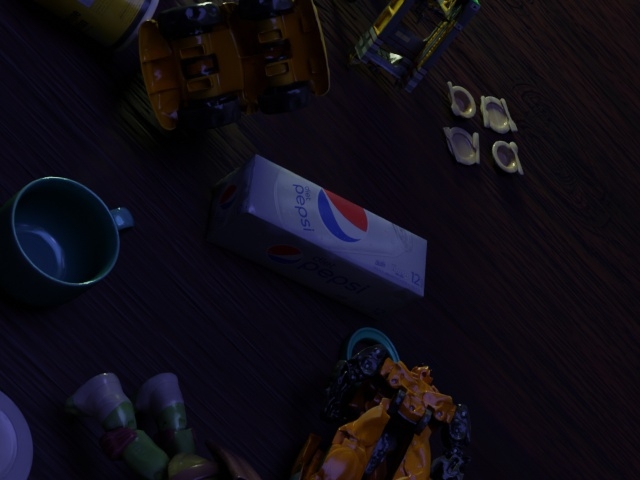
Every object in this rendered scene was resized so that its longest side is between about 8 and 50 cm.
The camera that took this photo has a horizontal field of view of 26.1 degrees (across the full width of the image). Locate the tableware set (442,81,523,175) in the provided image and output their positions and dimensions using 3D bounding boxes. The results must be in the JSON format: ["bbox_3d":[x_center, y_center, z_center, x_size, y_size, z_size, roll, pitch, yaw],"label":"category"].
[{"bbox_3d":[0.250,-0.172,2.134,0.169,0.020,0.141,11,61,-37],"label":"tableware set"}]

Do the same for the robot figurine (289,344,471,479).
[{"bbox_3d":[0.065,0.268,1.665,0.211,0.085,0.291,37,54,-9],"label":"robot figurine"}]

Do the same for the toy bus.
[{"bbox_3d":[-0.097,-0.228,1.724,0.211,0.220,0.149,-64,143,-79],"label":"toy bus"}]

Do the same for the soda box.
[{"bbox_3d":[0.000,0.000,1.771,0.286,0.098,0.091,26,53,-28],"label":"soda box"}]

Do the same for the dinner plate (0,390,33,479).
[{"bbox_3d":[-0.356,0.208,1.411,0.141,0.017,0.141,18,57,-31],"label":"dinner plate"}]

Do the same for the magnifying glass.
[{"bbox_3d":[0.068,0.220,1.763,0.092,0.026,0.231,18,58,-33],"label":"magnifying glass"}]

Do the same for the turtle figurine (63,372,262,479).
[{"bbox_3d":[-0.176,0.288,1.464,0.198,0.274,0.266,-19,59,-23],"label":"turtle figurine"}]

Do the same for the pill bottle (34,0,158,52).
[{"bbox_3d":[-0.295,-0.317,1.681,0.184,0.103,0.103,32,50,-24],"label":"pill bottle"}]

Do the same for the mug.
[{"bbox_3d":[-0.289,0.011,1.514,0.158,0.097,0.129,21,55,-33],"label":"mug"}]

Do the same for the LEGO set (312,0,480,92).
[{"bbox_3d":[0.061,-0.363,2.004,0.331,0.192,0.255,27,23,-32],"label":"LEGO set"}]
